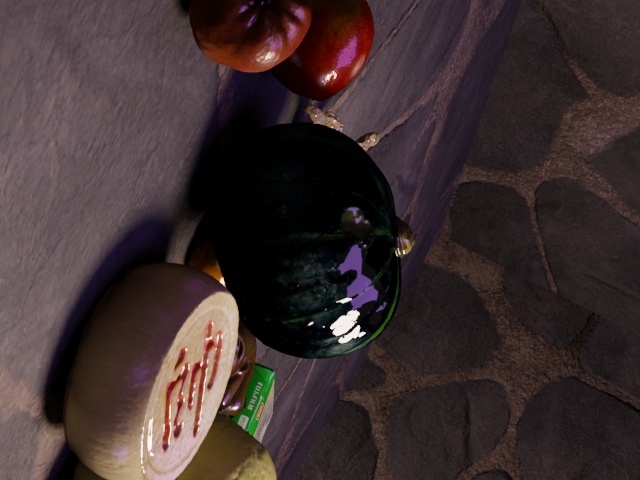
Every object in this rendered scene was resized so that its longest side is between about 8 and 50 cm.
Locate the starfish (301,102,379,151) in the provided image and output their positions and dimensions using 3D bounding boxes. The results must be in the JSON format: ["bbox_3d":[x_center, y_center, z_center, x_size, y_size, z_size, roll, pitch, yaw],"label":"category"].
[{"bbox_3d":[-0.038,-0.061,1.957,0.293,0.084,0.301,-60,167,8],"label":"starfish"}]

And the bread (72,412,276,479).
[{"bbox_3d":[-0.209,0.365,1.743,0.320,0.237,0.320,-51,161,-25],"label":"bread"}]

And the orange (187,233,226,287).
[{"bbox_3d":[-0.138,0.031,1.726,0.083,0.070,0.083,-62,174,-11],"label":"orange"}]

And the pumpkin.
[{"bbox_3d":[0.000,0.000,1.664,0.315,0.238,0.315,-11,90,-77],"label":"pumpkin"}]

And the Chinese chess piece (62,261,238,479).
[{"bbox_3d":[-0.199,0.159,1.543,0.270,0.112,0.270,18,90,-74],"label":"Chinese chess piece"}]

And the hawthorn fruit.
[{"bbox_3d":[-0.070,-0.223,1.289,0.125,0.125,0.140,-56,166,-32],"label":"hawthorn fruit"}]

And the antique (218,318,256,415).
[{"bbox_3d":[-0.153,0.175,1.879,0.257,0.121,0.143,55,56,-79],"label":"antique"}]

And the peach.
[{"bbox_3d":[0.005,-0.255,1.635,0.118,0.151,0.151,-117,-145,-43],"label":"peach"}]

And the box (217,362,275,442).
[{"bbox_3d":[-0.151,0.315,2.216,0.250,0.103,0.180,99,11,-63],"label":"box"}]
